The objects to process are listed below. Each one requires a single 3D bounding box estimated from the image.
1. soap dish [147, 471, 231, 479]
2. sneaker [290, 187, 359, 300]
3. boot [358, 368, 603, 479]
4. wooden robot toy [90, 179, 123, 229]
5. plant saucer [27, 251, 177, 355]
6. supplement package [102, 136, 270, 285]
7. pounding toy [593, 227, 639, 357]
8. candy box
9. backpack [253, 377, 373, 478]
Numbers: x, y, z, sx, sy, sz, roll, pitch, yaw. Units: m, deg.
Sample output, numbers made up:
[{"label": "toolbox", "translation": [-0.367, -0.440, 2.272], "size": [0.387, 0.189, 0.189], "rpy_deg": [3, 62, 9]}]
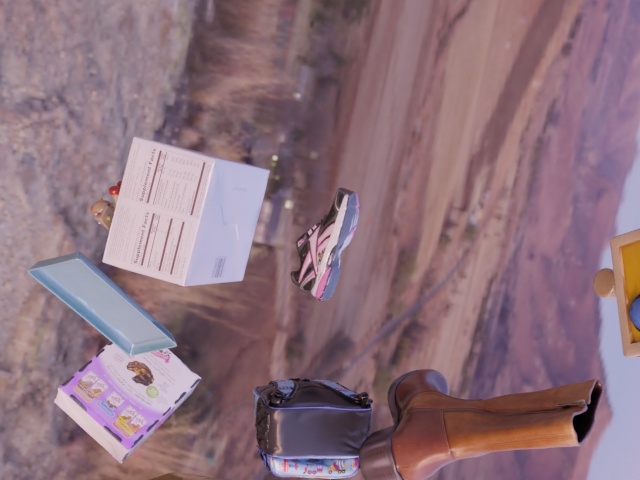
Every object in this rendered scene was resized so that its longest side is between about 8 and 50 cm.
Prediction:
[{"label": "soap dish", "translation": [-0.163, 0.453, 1.380], "size": [0.118, 0.229, 0.290], "rpy_deg": [35, 62, -49]}, {"label": "sneaker", "translation": [0.000, 0.000, 1.639], "size": [0.178, 0.077, 0.072], "rpy_deg": [-71, 161, 2]}, {"label": "boot", "translation": [0.210, 0.203, 1.322], "size": [0.264, 0.281, 0.096], "rpy_deg": [-26, 96, -65]}, {"label": "wooden robot toy", "translation": [-0.353, -0.064, 1.795], "size": [0.173, 0.079, 0.076], "rpy_deg": [-48, 134, -57]}, {"label": "plant saucer", "translation": [-0.232, 0.070, 1.143], "size": [0.192, 0.067, 0.018], "rpy_deg": [51, 33, -48]}, {"label": "supplement package", "translation": [-0.211, -0.043, 1.715], "size": [0.262, 0.145, 0.204], "rpy_deg": [2, 103, -74]}, {"label": "pounding toy", "translation": [0.346, 0.030, 1.097], "size": [0.206, 0.094, 0.181], "rpy_deg": [-26, -117, 56]}, {"label": "candy box", "translation": [-0.339, 0.264, 1.868], "size": [0.196, 0.165, 0.070], "rpy_deg": [-44, 172, -37]}, {"label": "backpack", "translation": [-0.021, 0.252, 1.467], "size": [0.173, 0.158, 0.116], "rpy_deg": [-167, -99, -75]}]
